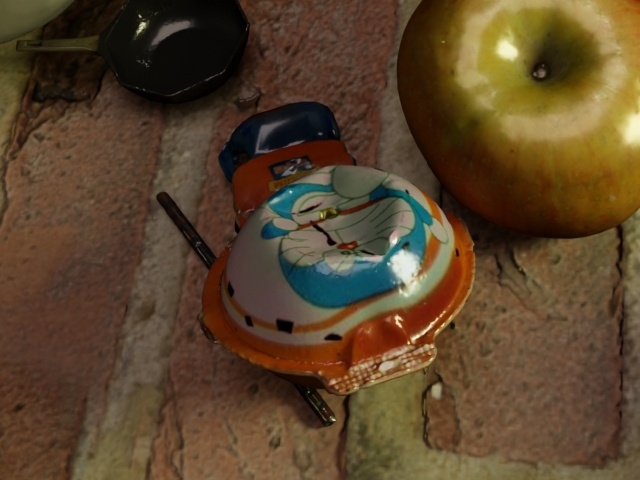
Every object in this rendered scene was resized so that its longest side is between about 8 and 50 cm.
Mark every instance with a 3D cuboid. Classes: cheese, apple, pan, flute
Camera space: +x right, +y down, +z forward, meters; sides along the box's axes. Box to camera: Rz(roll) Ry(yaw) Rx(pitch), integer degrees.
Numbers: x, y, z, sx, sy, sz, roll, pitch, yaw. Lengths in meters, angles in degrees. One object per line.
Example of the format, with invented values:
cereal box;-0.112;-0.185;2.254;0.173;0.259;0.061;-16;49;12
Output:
cheese;0.000;0.000;1.009;0.217;0.129;0.329;-17;40;-5
apple;0.171;-0.109;1.012;0.210;0.173;0.235;-14;69;7
pan;-0.161;-0.186;1.194;0.202;0.048;0.128;18;64;19
flute;-0.064;0.051;1.056;0.014;0.014;0.269;-34;59;-9

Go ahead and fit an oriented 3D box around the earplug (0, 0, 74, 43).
earplug;-0.329;-0.376;1.188;0.312;0.312;0.394;-5;60;9
